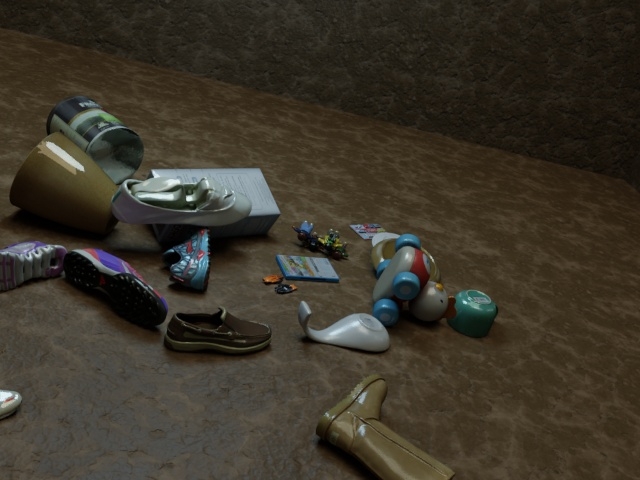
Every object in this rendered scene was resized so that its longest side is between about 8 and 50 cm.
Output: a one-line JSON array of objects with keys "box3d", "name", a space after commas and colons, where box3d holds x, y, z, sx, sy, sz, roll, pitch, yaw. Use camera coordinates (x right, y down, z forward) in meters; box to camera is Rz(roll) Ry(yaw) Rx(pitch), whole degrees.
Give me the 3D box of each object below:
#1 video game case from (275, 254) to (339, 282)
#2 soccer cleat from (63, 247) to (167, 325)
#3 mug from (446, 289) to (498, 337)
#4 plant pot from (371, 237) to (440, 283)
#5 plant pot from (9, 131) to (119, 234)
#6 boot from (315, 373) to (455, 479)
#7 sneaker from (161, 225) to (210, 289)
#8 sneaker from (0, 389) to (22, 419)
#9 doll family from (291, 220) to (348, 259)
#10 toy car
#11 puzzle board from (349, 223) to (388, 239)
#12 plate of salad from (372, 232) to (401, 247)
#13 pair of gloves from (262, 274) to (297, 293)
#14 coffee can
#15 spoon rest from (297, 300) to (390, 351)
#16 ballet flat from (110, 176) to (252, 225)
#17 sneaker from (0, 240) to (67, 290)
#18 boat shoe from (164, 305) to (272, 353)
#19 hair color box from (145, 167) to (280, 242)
[{"box3d": [-0.039, 0.083, 2.097, 0.167, 0.015, 0.119, 5, 28, -22], "name": "video game case"}, {"box3d": [-0.472, 0.100, 1.709, 0.318, 0.108, 0.116, 25, 23, 23], "name": "soccer cleat"}, {"box3d": [0.443, 0.197, 2.048, 0.130, 0.097, 0.158, 24, 27, 16], "name": "mug"}, {"box3d": [0.272, 0.071, 2.211, 0.237, 0.032, 0.236, 15, 40, -13], "name": "plant pot"}, {"box3d": [-0.671, -0.129, 1.955, 0.254, 0.237, 0.237, 33, 26, -2], "name": "plant pot"}, {"box3d": [0.156, 0.414, 1.462, 0.270, 0.089, 0.236, 30, 39, 27], "name": "boot"}, {"box3d": [-0.361, 0.031, 1.912, 0.125, 0.104, 0.261, 7, 26, -15], "name": "sneaker"}, {"box3d": [-0.621, 0.281, 1.276, 0.162, 0.075, 0.057, 1, 29, -28], "name": "sneaker"}, {"box3d": [0.000, 0.000, 2.230, 0.193, 0.075, 0.111, 14, 29, 7], "name": "doll family"}, {"box3d": [0.286, 0.141, 1.978, 0.238, 0.210, 0.219, 25, 34, -10], "name": "toy car"}, {"box3d": [0.176, -0.032, 2.462, 0.128, 0.011, 0.096, -3, 31, -34], "name": "puzzle board"}, {"box3d": [0.256, 0.043, 2.312, 0.200, 0.048, 0.199, 18, 32, -12], "name": "plate of salad"}, {"box3d": [-0.114, 0.121, 1.979, 0.074, 0.010, 0.083, -11, 39, -46], "name": "pair of gloves"}, {"box3d": [-0.733, -0.327, 2.309, 0.202, 0.201, 0.275, -11, 37, -44], "name": "coffee can"}, {"box3d": [0.058, 0.226, 1.812, 0.277, 0.084, 0.137, 18, 23, -30], "name": "spoon rest"}, {"box3d": [-0.359, -0.113, 1.928, 0.401, 0.139, 0.139, -3, 31, -28], "name": "ballet flat"}, {"box3d": [-0.727, 0.050, 1.683, 0.105, 0.095, 0.236, 24, 21, 31], "name": "sneaker"}, {"box3d": [-0.226, 0.203, 1.645, 0.258, 0.095, 0.095, 1, 29, -29], "name": "boat shoe"}, {"box3d": [-0.326, -0.111, 2.135, 0.375, 0.113, 0.185, -5, 58, -38], "name": "hair color box"}]
